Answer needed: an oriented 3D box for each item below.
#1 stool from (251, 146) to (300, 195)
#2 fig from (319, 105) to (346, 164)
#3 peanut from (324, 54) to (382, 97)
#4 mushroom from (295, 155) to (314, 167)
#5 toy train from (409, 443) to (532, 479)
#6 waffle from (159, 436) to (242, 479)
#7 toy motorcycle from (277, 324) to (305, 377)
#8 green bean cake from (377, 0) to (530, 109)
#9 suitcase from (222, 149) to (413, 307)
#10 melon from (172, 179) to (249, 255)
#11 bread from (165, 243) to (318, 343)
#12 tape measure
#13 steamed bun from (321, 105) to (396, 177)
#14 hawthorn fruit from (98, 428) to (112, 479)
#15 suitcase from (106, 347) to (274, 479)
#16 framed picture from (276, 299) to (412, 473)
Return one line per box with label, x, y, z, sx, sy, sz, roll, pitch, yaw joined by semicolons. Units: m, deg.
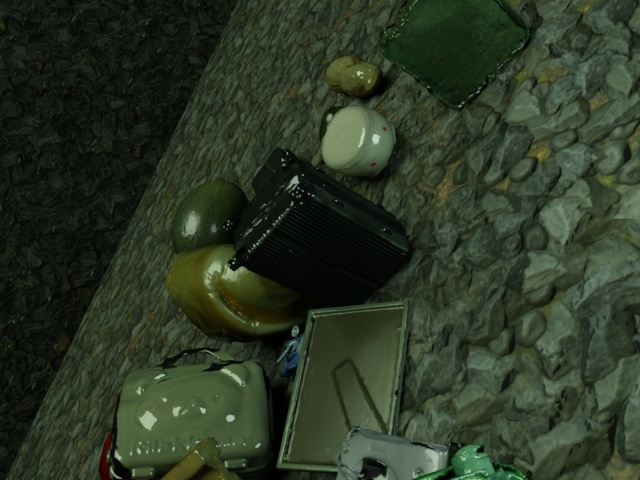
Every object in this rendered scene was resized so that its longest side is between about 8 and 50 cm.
stool;-0.058;-0.131;1.587;0.141;0.232;0.232;-55;30;9
fig;0.045;-0.277;1.674;0.117;0.117;0.178;-117;43;-56
peanut;0.094;-0.474;1.766;0.263;0.101;0.117;45;123;59
mushroom;-0.081;-0.182;1.764;0.148;0.112;0.148;-14;57;22
toy train;0.193;0.391;0.758;0.188;0.132;0.243;-33;66;28
waffle;-0.212;0.587;1.128;0.304;0.077;0.348;-45;76;18
toy motorcycle;-0.024;0.250;1.348;0.205;0.076;0.114;-21;55;49
green bean cake;0.277;-0.441;1.305;0.241;0.255;0.132;-46;30;31
suitcase;0.000;0.000;1.258;0.229;0.335;0.152;-46;37;23
melon;-0.340;-0.050;1.924;0.237;0.237;0.302;-23;42;47
bread;-0.180;0.143;1.457;0.341;0.300;0.210;-8;59;49
tape measure;0.110;0.400;0.954;0.236;0.120;0.197;-7;68;47
steamed bun;0.104;-0.240;1.514;0.228;0.130;0.177;24;95;59
hawthorn fruit;-0.418;0.557;1.516;0.265;0.265;0.307;-93;21;-44
suitcase;-0.281;0.381;1.350;0.339;0.351;0.194;-99;9;-50
framed picture;0.049;0.279;1.185;0.247;0.022;0.335;-10;54;33
